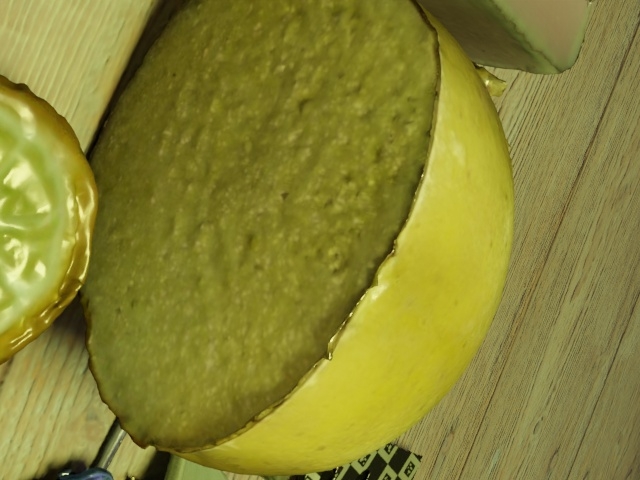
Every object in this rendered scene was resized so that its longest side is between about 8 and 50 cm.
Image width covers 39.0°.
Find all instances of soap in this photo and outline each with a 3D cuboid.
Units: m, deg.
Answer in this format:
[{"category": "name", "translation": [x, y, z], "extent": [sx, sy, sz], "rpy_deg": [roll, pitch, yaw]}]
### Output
[{"category": "soap", "translation": [0.101, -0.287, 0.946], "extent": [0.296, 0.285, 0.107], "rpy_deg": [24, 89, -52]}]

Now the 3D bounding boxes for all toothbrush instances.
[{"category": "toothbrush", "translation": [-0.234, 0.235, 0.982], "extent": [0.026, 0.024, 0.288], "rpy_deg": [34, 80, -36]}]

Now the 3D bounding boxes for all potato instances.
[{"category": "potato", "translation": [0.000, 0.000, 0.855], "extent": [0.319, 0.385, 0.442], "rpy_deg": [30, 83, -47]}]

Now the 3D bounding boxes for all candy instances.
[{"category": "candy", "translation": [-0.302, -0.016, 0.726], "extent": [0.259, 0.118, 0.260], "rpy_deg": [-19, 116, -44]}]

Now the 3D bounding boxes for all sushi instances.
[{"category": "sushi", "translation": [0.033, 0.373, 1.328], "extent": [0.279, 0.043, 0.193], "rpy_deg": [33, 80, -50]}]

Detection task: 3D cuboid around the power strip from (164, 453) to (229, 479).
[{"category": "power strip", "translation": [-0.159, 0.348, 1.056], "extent": [0.198, 0.064, 0.213], "rpy_deg": [-84, 161, -46]}]

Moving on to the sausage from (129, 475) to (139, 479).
[{"category": "sausage", "translation": [-0.208, 0.387, 1.065], "extent": [0.032, 0.032, 0.269], "rpy_deg": [-23, 122, -42]}]

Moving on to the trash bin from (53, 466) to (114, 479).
[{"category": "trash bin", "translation": [-0.234, 0.336, 0.841], "extent": [0.184, 0.234, 0.163], "rpy_deg": [-17, 109, -33]}]

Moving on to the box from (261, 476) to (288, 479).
[{"category": "box", "translation": [-0.028, 0.145, 1.077], "extent": [0.231, 0.155, 0.149], "rpy_deg": [-32, 128, -38]}]
